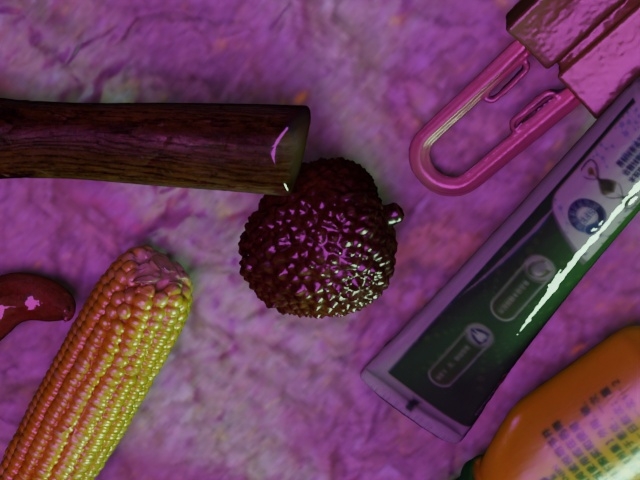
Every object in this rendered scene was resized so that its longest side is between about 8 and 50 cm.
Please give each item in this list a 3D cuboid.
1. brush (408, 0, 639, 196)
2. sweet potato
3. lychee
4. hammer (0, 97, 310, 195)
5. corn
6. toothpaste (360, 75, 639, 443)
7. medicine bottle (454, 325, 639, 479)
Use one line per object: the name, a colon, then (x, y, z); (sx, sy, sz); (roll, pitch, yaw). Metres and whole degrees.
brush: (0.157, -0.115, 1.215); (0.103, 0.047, 0.233); (44, 110, -10)
sweet potato: (-0.290, 0.065, 1.346); (0.202, 0.055, 0.058); (-10, 123, 12)
lychee: (0.001, 0.004, 1.241); (0.123, 0.123, 0.129); (45, 104, -6)
hammer: (-0.199, -0.072, 1.243); (0.409, 0.095, 0.242); (3, 106, 16)
corn: (-0.181, 0.118, 1.329); (0.081, 0.081, 0.248); (30, 109, -1)
toothpaste: (0.170, 0.005, 1.234); (0.099, 0.061, 0.392); (36, 121, -3)
medicine bottle: (0.161, 0.184, 1.294); (0.309, 0.076, 0.111); (-37, 96, 18)
